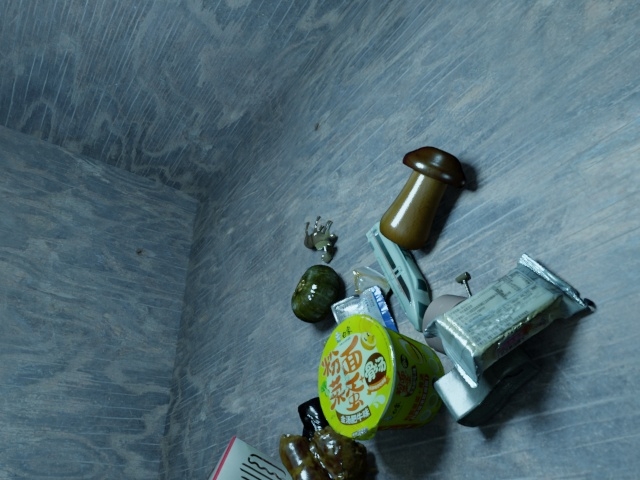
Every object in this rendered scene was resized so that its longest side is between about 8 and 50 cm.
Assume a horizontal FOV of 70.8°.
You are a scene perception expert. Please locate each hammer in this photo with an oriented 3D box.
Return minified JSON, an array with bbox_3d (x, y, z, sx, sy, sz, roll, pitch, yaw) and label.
[{"bbox_3d":[0.388,0.137,1.181,0.035,0.019,0.110,-42,45,38],"label":"hammer"}]

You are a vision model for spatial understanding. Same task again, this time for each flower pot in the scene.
[{"bbox_3d":[0.374,0.308,1.014,0.229,0.103,0.108,-55,34,22],"label":"flower pot"}]

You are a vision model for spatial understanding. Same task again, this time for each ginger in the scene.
[{"bbox_3d":[0.050,0.708,1.216,0.254,0.176,0.418,-18,61,-2],"label":"ginger"}]

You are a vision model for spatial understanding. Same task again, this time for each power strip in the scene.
[{"bbox_3d":[0.330,0.207,1.097,0.078,0.154,0.154,7,79,62],"label":"power strip"}]

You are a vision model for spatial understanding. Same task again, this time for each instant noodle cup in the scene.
[{"bbox_3d":[0.168,0.369,1.190,0.311,0.222,0.311,-36,44,45],"label":"instant noodle cup"}]

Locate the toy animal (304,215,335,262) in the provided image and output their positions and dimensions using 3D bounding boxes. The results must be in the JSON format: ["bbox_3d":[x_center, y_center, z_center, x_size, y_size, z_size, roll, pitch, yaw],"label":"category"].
[{"bbox_3d":[0.000,0.000,1.819,0.214,0.094,0.185,-28,45,58],"label":"toy animal"}]

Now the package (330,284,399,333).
[{"bbox_3d":[0.134,0.246,1.393,0.173,0.027,0.171,-25,66,9],"label":"package"}]

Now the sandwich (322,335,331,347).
[{"bbox_3d":[0.119,0.361,1.478,0.117,0.144,0.187,-41,77,40],"label":"sandwich"}]

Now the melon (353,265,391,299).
[{"bbox_3d":[0.166,0.162,1.450,0.140,0.093,0.202,-18,63,39],"label":"melon"}]

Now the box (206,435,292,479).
[{"bbox_3d":[-0.250,0.869,1.386,0.312,0.315,0.300,-60,1,16],"label":"box"}]

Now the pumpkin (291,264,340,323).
[{"bbox_3d":[-0.014,0.196,1.647,0.223,0.157,0.223,-57,17,27],"label":"pumpkin"}]

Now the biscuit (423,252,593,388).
[{"bbox_3d":[0.392,0.163,0.966,0.309,0.079,0.186,-32,40,-9],"label":"biscuit"}]

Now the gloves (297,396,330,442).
[{"bbox_3d":[-0.006,0.611,1.433,0.203,0.124,0.164,64,153,24],"label":"gloves"}]

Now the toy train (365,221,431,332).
[{"bbox_3d":[0.250,0.097,1.358,0.088,0.087,0.406,-48,37,23],"label":"toy train"}]

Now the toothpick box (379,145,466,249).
[{"bbox_3d":[0.295,-0.129,1.328,0.294,0.192,0.192,-66,30,18],"label":"toothpick box"}]
